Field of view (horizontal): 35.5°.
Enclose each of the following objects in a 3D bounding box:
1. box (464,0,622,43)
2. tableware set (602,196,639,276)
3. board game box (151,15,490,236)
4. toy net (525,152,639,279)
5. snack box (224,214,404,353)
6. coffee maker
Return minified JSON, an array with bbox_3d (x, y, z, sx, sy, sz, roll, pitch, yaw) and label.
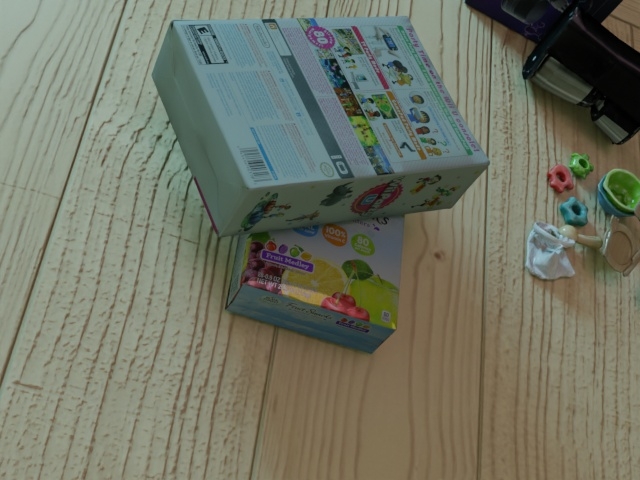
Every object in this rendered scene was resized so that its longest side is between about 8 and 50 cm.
[{"bbox_3d":[0.349,-0.402,1.392,0.184,0.261,0.103,24,54,-11],"label":"box"},{"bbox_3d":[0.435,0.015,1.304,0.168,0.020,0.141,48,61,-18],"label":"tableware set"},{"bbox_3d":[0.001,-0.131,1.079,0.303,0.097,0.224,-8,61,-31],"label":"board game box"},{"bbox_3d":[0.330,-0.038,1.299,0.122,0.045,0.232,48,53,6],"label":"toy net"},{"bbox_3d":[0.000,0.000,1.097,0.174,0.070,0.207,17,53,-15],"label":"snack box"},{"bbox_3d":[0.395,-0.241,1.374,0.178,0.171,0.120,33,51,-5],"label":"coffee maker"}]
